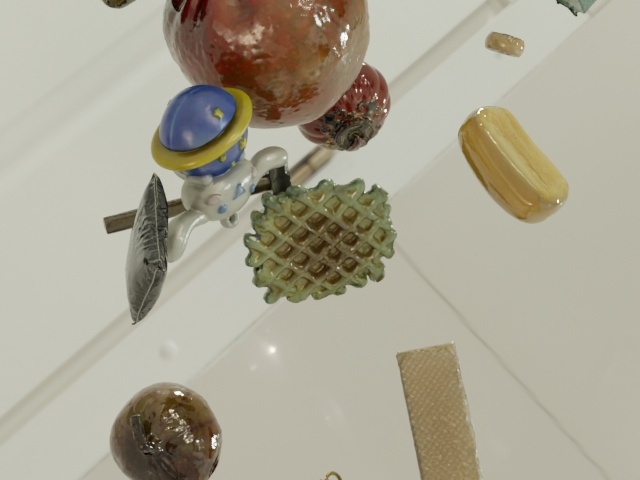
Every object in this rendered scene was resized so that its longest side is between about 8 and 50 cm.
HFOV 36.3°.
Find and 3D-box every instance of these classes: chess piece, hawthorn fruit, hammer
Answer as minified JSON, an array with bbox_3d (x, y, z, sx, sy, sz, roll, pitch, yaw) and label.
[{"bbox_3d":[0.385,-0.410,2.044,0.084,0.038,0.083,14,8,-2],"label":"chess piece"},{"bbox_3d":[-0.087,-0.380,1.842,0.403,0.403,0.403,43,-16,16],"label":"hawthorn fruit"},{"bbox_3d":[-0.227,-0.076,1.841,0.043,0.365,0.111,-125,-155,-47],"label":"hammer"}]

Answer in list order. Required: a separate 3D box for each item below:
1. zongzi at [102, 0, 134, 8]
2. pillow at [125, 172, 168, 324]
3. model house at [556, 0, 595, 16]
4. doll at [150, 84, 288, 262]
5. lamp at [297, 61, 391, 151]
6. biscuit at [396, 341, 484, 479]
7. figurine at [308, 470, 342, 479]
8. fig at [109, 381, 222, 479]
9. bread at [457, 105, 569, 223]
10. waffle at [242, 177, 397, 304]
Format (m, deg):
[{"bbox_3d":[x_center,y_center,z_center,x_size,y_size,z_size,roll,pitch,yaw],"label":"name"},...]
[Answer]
[{"bbox_3d":[-0.345,-0.608,1.655,0.360,0.323,0.160,52,-4,-37],"label":"zongzi"},{"bbox_3d":[-0.260,0.014,1.473,0.208,0.055,0.141,-99,-156,-46],"label":"pillow"},{"bbox_3d":[0.461,-0.501,1.733,0.148,0.148,0.119,46,3,41],"label":"model house"},{"bbox_3d":[-0.210,-0.120,1.630,0.160,0.311,0.242,22,-26,22],"label":"doll"},{"bbox_3d":[0.051,-0.299,2.190,0.227,0.227,0.227,43,-16,16],"label":"lamp"},{"bbox_3d":[0.268,0.435,2.088,0.078,0.144,0.426,41,38,-82],"label":"biscuit"},{"bbox_3d":[-0.011,0.658,2.362,0.263,0.189,0.142,-16,-30,41],"label":"figurine"},{"bbox_3d":[-0.321,0.413,2.008,0.235,0.235,0.214,54,13,-19],"label":"fig"},{"bbox_3d":[0.312,-0.122,1.626,0.098,0.147,0.217,-46,-110,32],"label":"bread"},{"bbox_3d":[0.000,0.000,1.934,0.056,0.309,0.291,-107,-170,-52],"label":"waffle"}]
